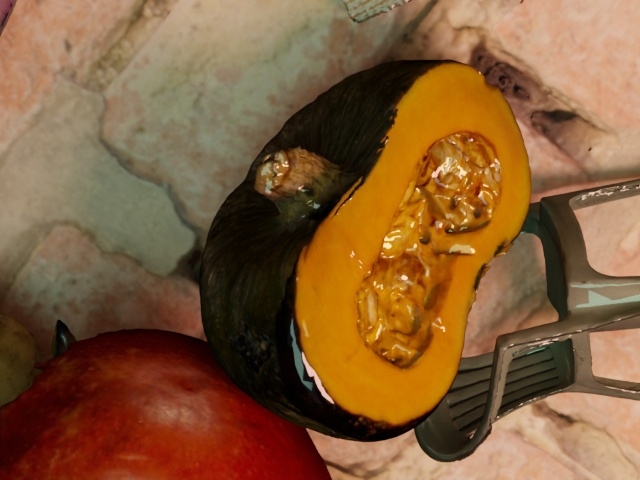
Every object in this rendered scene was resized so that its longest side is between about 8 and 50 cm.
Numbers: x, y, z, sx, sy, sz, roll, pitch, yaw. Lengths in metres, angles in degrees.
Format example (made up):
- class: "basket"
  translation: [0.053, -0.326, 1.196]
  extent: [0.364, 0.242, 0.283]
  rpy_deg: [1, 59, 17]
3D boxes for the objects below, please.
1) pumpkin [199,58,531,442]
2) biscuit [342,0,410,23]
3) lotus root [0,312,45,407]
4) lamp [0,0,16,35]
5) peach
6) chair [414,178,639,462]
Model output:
- class: "pumpkin"
  translation: [0.000, 0.000, 1.495]
  extent: [0.232, 0.325, 0.242]
  rpy_deg: [-2, 140, 45]
- class: "biscuit"
  translation: [0.038, -0.288, 1.496]
  extent: [0.121, 0.040, 0.199]
  rpy_deg: [-22, 108, 15]
- class: "lotus root"
  translation: [-0.328, 0.164, 1.654]
  extent: [0.160, 0.146, 0.284]
  rpy_deg: [2, 117, -10]
- class: "lamp"
  translation: [-0.412, -0.192, 1.465]
  extent: [0.301, 0.247, 0.247]
  rpy_deg: [27, 115, -15]
- class: "peach"
  translation: [-0.130, 0.272, 1.568]
  extent: [0.310, 0.335, 0.406]
  rpy_deg: [15, 130, 14]
- class: "chair"
  translation: [0.210, 0.072, 1.549]
  extent: [0.274, 0.203, 0.191]
  rpy_deg: [-5, 123, 1]
